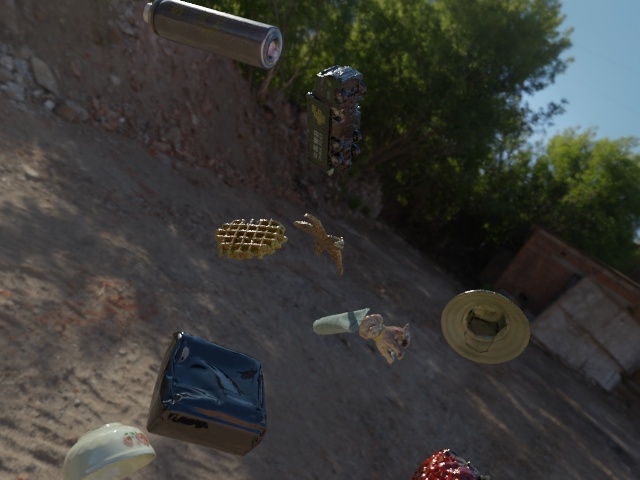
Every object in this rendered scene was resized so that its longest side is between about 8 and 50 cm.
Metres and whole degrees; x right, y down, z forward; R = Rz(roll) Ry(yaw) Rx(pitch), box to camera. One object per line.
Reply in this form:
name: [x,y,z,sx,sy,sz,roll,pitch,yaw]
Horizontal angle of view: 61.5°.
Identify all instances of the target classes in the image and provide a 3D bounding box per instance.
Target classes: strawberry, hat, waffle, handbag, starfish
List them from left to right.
handbag: [-0.308,0.415,1.447,0.301,0.178,0.275,26,27,-27]
waffle: [-0.299,-0.016,2.266,0.309,0.065,0.283,-24,43,-26]
starfish: [0.000,0.000,1.711,0.235,0.062,0.277,21,-25,47]
strawberry: [0.352,0.789,1.511,0.312,0.351,0.267,41,-21,36]
hat: [0.484,0.226,1.570,0.252,0.252,0.110,35,33,3]

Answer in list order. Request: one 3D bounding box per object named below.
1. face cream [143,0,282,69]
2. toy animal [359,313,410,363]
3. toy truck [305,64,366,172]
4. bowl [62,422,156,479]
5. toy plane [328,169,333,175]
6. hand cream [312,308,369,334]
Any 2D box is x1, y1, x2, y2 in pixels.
face cream: [-0.203,-0.379,0.969,0.283,0.073,0.073,22,4,20]
toy animal: [0.227,0.314,1.916,0.185,0.104,0.184,36,42,-4]
toy truck: [0.035,-0.288,1.288,0.088,0.259,0.121,-32,53,-32]
bowl: [-0.666,0.662,1.667,0.277,0.277,0.145,20,40,-59]
toy plane: [0.026,-0.232,1.588,0.033,0.083,0.080,-2,10,-30]
hand cream: [0.055,0.261,1.695,0.058,0.085,0.331,42,-24,-7]
